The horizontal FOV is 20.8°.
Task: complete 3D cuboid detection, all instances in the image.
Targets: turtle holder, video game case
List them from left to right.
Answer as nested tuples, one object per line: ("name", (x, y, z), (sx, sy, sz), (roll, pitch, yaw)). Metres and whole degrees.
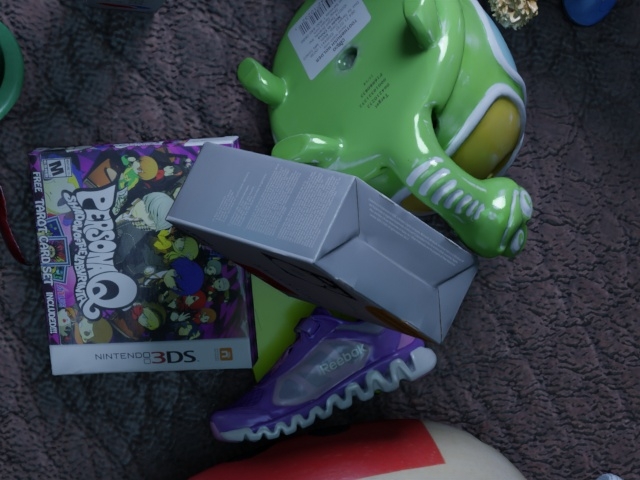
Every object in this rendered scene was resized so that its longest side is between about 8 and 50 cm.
("video game case", (-0.175, 0.017, 1.735), (0.210, 0.042, 0.232), (-2, 101, 8))
("turtle holder", (0.099, -0.134, 1.665), (0.227, 0.320, 0.243), (30, 84, -39))

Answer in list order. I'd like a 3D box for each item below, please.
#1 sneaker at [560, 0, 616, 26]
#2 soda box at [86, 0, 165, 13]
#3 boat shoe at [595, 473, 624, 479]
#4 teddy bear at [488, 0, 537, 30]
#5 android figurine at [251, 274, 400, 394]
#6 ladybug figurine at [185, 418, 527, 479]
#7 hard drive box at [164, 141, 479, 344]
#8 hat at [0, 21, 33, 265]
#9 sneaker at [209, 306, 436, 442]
("sneaker", (0.313, -0.318, 1.789), (0.069, 0.082, 0.209), (28, 92, -11))
("soda box", (-0.184, -0.259, 1.658), (0.074, 0.216, 0.069), (5, 93, -8))
("boat shoe", (0.271, 0.356, 1.833), (0.076, 0.083, 0.226), (37, 88, -8))
("teddy bear", (0.249, -0.309, 1.708), (0.338, 0.113, 0.245), (-2, 63, 17))
("android figurine", (-0.014, 0.039, 1.785), (0.248, 0.056, 0.273), (-19, 97, -5))
("ladybug figurine", (-0.007, 0.292, 1.711), (0.449, 0.305, 0.162), (-14, 60, -13))
("hard drive box", (0.000, 0.000, 1.607), (0.181, 0.232, 0.089), (33, 80, -37))
("hat", (-0.380, -0.107, 1.744), (0.173, 0.183, 0.208), (-2, 55, -10))
("sneaker", (-0.008, 0.124, 1.727), (0.236, 0.095, 0.104), (-23, 94, -12))
